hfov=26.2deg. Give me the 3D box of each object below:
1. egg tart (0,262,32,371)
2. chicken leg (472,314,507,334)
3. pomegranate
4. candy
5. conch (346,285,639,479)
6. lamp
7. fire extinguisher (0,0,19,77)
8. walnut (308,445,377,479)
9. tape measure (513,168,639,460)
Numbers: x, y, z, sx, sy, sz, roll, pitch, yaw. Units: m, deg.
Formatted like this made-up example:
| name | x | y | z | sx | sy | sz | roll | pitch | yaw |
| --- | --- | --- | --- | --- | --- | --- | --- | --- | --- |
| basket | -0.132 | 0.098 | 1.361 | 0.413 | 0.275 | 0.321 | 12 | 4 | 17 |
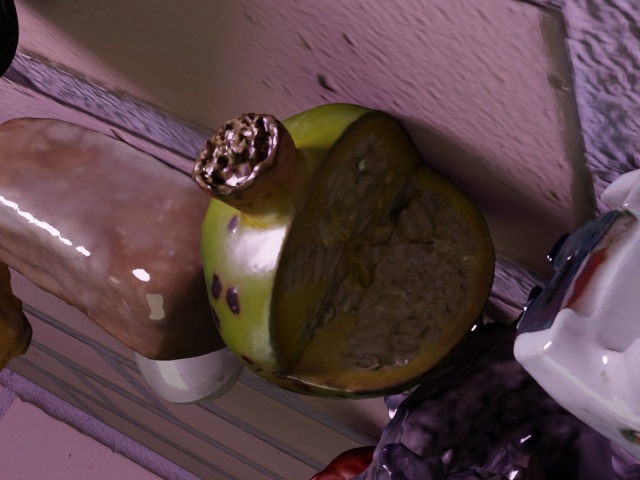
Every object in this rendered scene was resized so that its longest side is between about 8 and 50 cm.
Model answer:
| name | x | y | z | sx | sy | sz | roll | pitch | yaw |
| --- | --- | --- | --- | --- | --- | --- | --- | --- | --- |
| egg tart | -0.427 | -0.059 | 1.246 | 0.443 | 0.178 | 0.443 | 32 | 164 | 10 |
| chicken leg | 0.019 | 0.034 | 0.917 | 0.106 | 0.051 | 0.253 | 37 | 167 | -35 |
| pomegranate | -0.005 | 0.000 | 0.679 | 0.169 | 0.143 | 0.122 | 30 | 167 | -29 |
| candy | -0.156 | -0.007 | 0.990 | 0.234 | 0.102 | 0.104 | 30 | 146 | 28 |
| conch | 0.130 | 0.147 | 0.662 | 0.313 | 0.241 | 0.186 | -89 | -12 | -66 |
| lamp | -0.135 | 0.073 | 1.247 | 0.106 | 0.106 | 0.193 | 18 | 149 | 42 |
| fire extinguisher | -0.216 | -0.160 | 0.667 | 0.311 | 0.114 | 0.095 | 118 | 139 | -73 |
| walnut | 0.090 | 0.321 | 1.389 | 0.269 | 0.221 | 0.244 | 38 | -168 | 35 |
| tape measure | 0.220 | 0.073 | 0.504 | 0.243 | 0.125 | 0.246 | 35 | 165 | -10 |
